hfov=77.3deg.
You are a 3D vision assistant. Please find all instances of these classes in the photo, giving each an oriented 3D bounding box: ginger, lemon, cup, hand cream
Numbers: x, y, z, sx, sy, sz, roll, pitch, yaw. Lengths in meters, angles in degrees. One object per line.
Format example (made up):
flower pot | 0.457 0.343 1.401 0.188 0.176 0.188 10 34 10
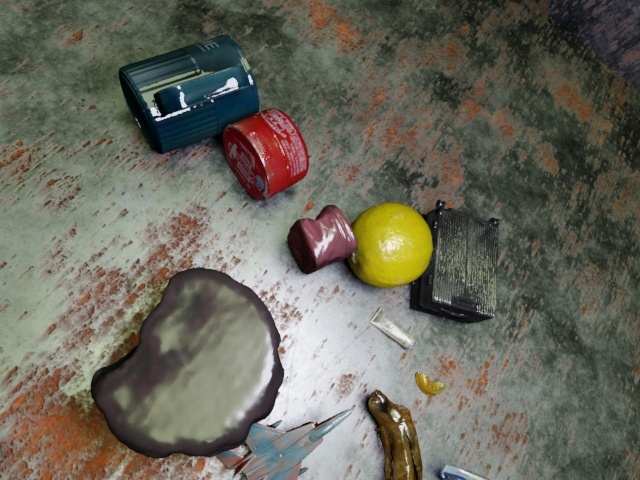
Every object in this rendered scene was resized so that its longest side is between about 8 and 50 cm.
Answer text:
ginger | 0.193 0.543 1.019 0.133 0.107 0.309 -2 72 5
lemon | 0.174 0.017 1.115 0.219 0.240 0.240 -11 75 -32
cup | -0.334 -0.370 1.064 0.292 0.242 0.308 -29 54 -23
hand cream | -0.149 -0.238 1.101 0.149 0.230 0.230 -34 85 -23
hand cream | 0.212 0.262 1.164 0.143 0.039 0.061 39 70 7

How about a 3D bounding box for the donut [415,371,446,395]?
donut | 0.316 0.406 1.143 0.067 0.038 0.083 -25 83 -22

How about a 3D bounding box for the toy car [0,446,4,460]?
toy car | -0.692 0.424 0.698 0.235 0.235 0.145 -24 81 -25

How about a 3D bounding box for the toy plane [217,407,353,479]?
toy plane | -0.066 0.477 0.934 0.326 0.104 0.223 -30 83 -10

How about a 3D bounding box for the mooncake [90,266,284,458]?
mooncake | -0.261 0.281 0.881 0.350 0.212 0.381 42 66 14

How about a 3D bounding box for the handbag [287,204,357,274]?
handbag | 0.000 0.000 1.072 0.135 0.225 0.146 -26 83 -17

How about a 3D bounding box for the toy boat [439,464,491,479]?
toy boat | 0.411 0.683 1.032 0.262 0.114 0.115 30 52 -11

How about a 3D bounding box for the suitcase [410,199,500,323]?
suitcase | 0.413 0.072 1.237 0.230 0.152 0.335 16 69 -12
